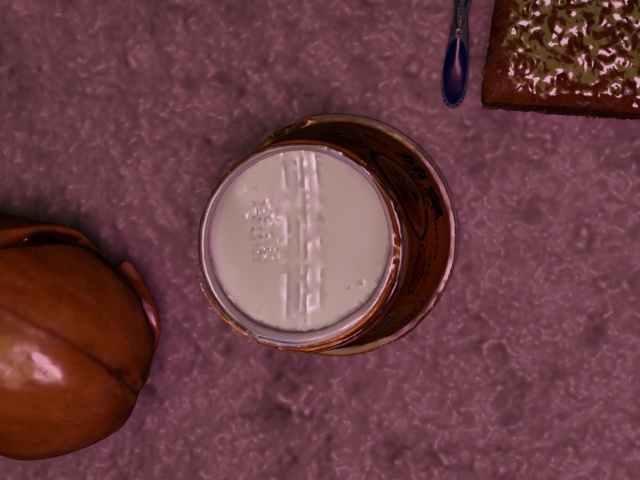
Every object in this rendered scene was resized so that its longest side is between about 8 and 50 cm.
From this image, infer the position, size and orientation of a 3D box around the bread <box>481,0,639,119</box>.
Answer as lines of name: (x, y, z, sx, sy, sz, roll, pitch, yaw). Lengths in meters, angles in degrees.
bread: (0.233, -0.306, 1.063, 0.165, 0.113, 0.417, 8, 92, 9)

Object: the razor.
razor: (0.120, -0.191, 1.129, 0.044, 0.028, 0.155, 7, 93, 10)

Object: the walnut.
walnut: (-0.300, 0.070, 1.129, 0.336, 0.209, 0.209, 13, 94, 13)

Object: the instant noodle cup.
instant noodle cup: (0.000, 0.000, 1.084, 0.215, 0.172, 0.216, 1, 93, 11)
